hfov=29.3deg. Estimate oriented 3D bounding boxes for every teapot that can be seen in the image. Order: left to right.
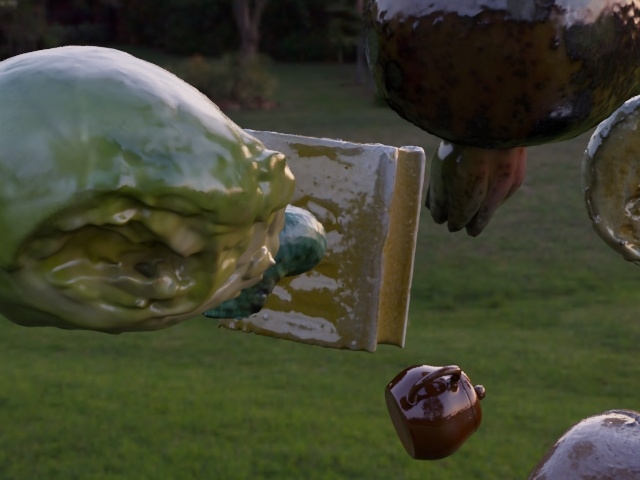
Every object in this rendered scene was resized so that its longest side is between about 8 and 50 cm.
[{"bbox_3d":[0.138,0.188,1.395,0.116,0.116,0.173,-2,-34,4],"label":"teapot"}]

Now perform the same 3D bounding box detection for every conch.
[{"bbox_3d":[-0.080,0.015,1.633,0.176,0.122,0.188,-31,5,31],"label":"conch"}]

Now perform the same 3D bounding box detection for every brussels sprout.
[{"bbox_3d":[-0.193,-0.033,1.118,0.344,0.268,0.344,25,1,0],"label":"brussels sprout"}]

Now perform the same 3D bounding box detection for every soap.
[{"bbox_3d":[0.000,0.000,1.935,0.293,0.335,0.156,11,6,31],"label":"soap"}]

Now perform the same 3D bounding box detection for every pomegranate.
[{"bbox_3d":[0.164,-0.159,1.170,0.285,0.341,0.285,5,27,-3],"label":"pomegranate"}]

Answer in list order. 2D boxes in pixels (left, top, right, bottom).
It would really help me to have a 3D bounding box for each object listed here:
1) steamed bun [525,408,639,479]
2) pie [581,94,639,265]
[{"bbox_3d":[0.363,0.301,1.377,0.251,0.199,0.301,34,35,27],"label":"steamed bun"},{"bbox_3d":[0.508,-0.089,1.761,0.274,0.274,0.055,-3,16,-1],"label":"pie"}]
